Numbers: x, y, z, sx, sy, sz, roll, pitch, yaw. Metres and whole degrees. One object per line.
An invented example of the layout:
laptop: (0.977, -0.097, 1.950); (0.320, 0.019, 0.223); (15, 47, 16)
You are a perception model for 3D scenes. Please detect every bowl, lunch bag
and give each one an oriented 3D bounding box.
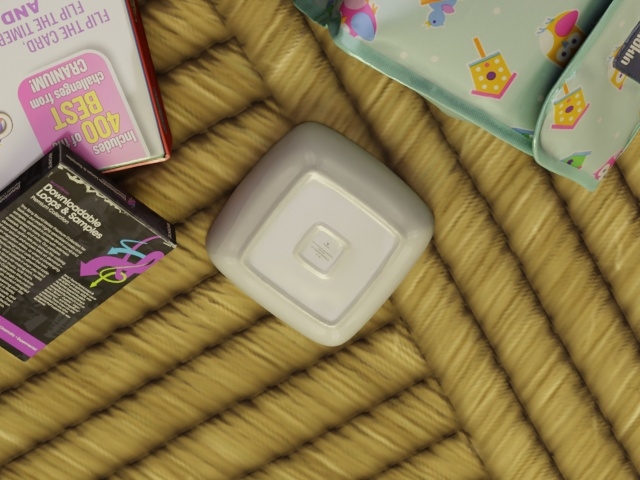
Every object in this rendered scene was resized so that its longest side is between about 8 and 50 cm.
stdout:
bowl: (0.000, 0.000, 1.284); (0.142, 0.053, 0.142); (37, 100, -9)
lunch bag: (0.151, -0.177, 1.189); (0.262, 0.160, 0.223); (30, 99, -20)

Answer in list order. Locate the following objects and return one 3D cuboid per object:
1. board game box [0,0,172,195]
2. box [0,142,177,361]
board game box: (-0.258, -0.186, 1.220); (0.242, 0.064, 0.317); (-12, 105, 2)
box: (-0.200, 0.012, 1.255); (0.162, 0.029, 0.116); (-35, 128, 23)
